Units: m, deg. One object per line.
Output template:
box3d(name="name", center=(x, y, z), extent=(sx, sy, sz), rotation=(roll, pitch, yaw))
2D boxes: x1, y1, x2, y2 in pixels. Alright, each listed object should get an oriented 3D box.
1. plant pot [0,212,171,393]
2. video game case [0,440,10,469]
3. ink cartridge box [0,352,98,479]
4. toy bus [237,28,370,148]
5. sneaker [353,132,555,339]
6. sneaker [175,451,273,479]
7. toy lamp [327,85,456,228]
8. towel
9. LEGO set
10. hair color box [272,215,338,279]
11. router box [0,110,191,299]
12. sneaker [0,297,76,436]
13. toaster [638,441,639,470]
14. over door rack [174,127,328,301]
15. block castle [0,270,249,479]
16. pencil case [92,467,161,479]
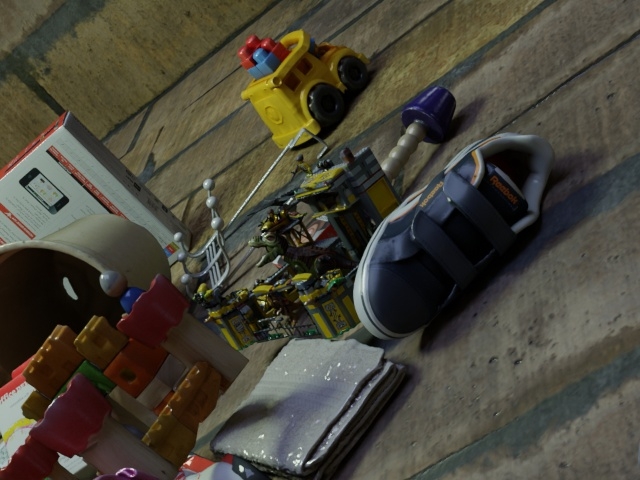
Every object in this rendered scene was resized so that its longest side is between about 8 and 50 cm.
box3d(name="plant pot", center=(-0.389, 0.106, 2.172), extent=(0.334, 0.334, 0.305), rotation=(-35, 9, 21))
box3d(name="video game case", center=(-0.502, 0.338, 2.287), extent=(0.143, 0.019, 0.157), rotation=(-50, 21, -17))
box3d(name="ink cartridge box", center=(-0.402, 0.261, 1.965), extent=(0.134, 0.078, 0.231), rotation=(-36, 65, 20))
box3d(name="toy bus", center=(-0.046, -0.313, 2.461), extent=(0.149, 0.211, 0.220), rotation=(-17, 31, 54))
box3d(name="sneaker", center=(0.163, -0.019, 1.577), extent=(0.321, 0.126, 0.127), rotation=(-52, 16, -28))
box3d(name="sneaker", center=(-0.139, 0.322, 1.519), extent=(0.145, 0.090, 0.270), rotation=(-52, 18, -21))
box3d(name="toy lamp", center=(0.114, -0.117, 1.953), extent=(0.080, 0.080, 0.274), rotation=(-9, 41, 58))
box3d(name="towel", center=(-0.023, 0.201, 1.600), extent=(0.187, 0.049, 0.282), rotation=(-50, 20, -21))
box3d(name="LEGO set", center=(-0.035, 0.002, 1.750), extent=(0.255, 0.192, 0.331), rotation=(-38, 14, -26))
box3d(name="hair color box", center=(0.000, 0.000, 1.975), extent=(0.141, 0.043, 0.072), rotation=(-48, 21, -12))
box3d(name="router box", center=(-0.463, -0.022, 2.478), extent=(0.301, 0.335, 0.082), rotation=(-38, 21, 14))
box3d(name="sneaker", center=(-0.572, 0.213, 2.435), extent=(0.410, 0.182, 0.158), rotation=(-38, 20, 14))
box3d(name="toaster", center=(0.338, 0.124, 0.968), extent=(0.168, 0.110, 0.185), rotation=(-26, 26, 39))
box3d(name="over door rack", center=(-0.120, -0.063, 2.243), extent=(0.324, 0.108, 0.239), rotation=(-41, 20, 7))
box3d(name="block castle", center=(-0.311, 0.257, 1.611), extent=(0.453, 0.213, 0.303), rotation=(-48, 5, 36))
box3d(name="pencil case", center=(-0.254, 0.413, 1.329), extent=(0.386, 0.167, 0.160), rotation=(-53, -9, 15))
